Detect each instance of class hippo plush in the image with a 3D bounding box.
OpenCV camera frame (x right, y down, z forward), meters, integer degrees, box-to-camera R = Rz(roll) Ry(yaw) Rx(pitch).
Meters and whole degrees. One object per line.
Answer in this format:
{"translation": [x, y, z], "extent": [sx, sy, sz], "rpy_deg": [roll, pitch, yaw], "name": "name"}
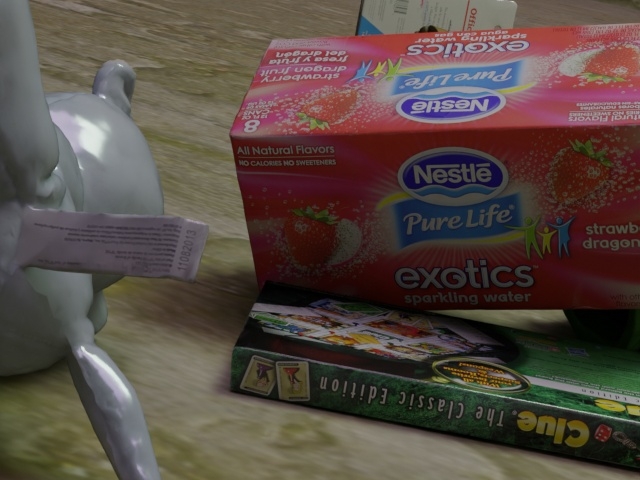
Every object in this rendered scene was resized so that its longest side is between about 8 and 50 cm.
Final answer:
{"translation": [-0.159, -0.048, 0.850], "extent": [0.294, 0.234, 0.236], "rpy_deg": [13, 15, 12], "name": "hippo plush"}

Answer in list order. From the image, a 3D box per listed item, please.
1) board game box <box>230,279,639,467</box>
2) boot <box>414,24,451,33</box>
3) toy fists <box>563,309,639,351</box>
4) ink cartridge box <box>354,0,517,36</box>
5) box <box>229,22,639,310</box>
{"translation": [0.087, 0.074, 0.970], "extent": [0.260, 0.030, 0.136], "rpy_deg": [11, 12, 3], "name": "board game box"}
{"translation": [0.138, -0.059, 1.389], "extent": [0.270, 0.089, 0.236], "rpy_deg": [20, -22, -28], "name": "boot"}
{"translation": [0.203, 0.006, 1.187], "extent": [0.142, 0.096, 0.279], "rpy_deg": [-8, 21, -20], "name": "toy fists"}
{"translation": [0.136, -0.257, 2.139], "extent": [0.181, 0.104, 0.061], "rpy_deg": [10, 15, -3], "name": "ink cartridge box"}
{"translation": [0.088, -0.042, 1.044], "extent": [0.257, 0.128, 0.122], "rpy_deg": [0, 34, 14], "name": "box"}
